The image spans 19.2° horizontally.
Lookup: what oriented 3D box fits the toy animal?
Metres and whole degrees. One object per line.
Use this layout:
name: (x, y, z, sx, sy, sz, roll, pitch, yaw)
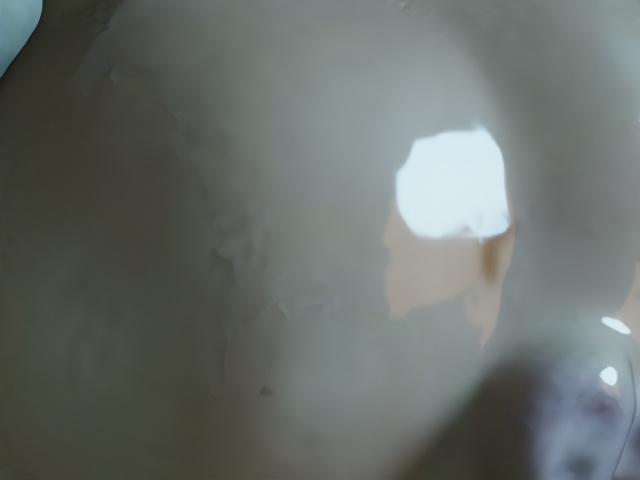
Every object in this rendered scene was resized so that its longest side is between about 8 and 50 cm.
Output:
toy animal: (0.000, 0.000, 0.552, 0.269, 0.326, 0.237, 14, 101, -30)
